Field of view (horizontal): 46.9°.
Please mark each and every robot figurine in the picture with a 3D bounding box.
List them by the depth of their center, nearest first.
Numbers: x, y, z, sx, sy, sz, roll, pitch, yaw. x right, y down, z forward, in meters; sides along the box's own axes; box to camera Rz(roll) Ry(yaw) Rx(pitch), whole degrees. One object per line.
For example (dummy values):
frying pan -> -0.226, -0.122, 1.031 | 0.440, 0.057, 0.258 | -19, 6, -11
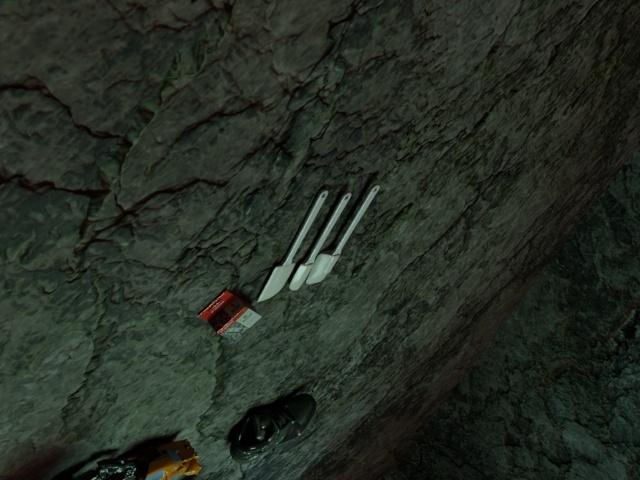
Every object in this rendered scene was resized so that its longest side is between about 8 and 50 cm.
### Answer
robot figurine -> -0.359, 0.455, 1.318 | 0.291, 0.085, 0.211 | -8, 138, -54

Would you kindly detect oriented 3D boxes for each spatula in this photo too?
spatula -> 0.000, 0.000, 1.206 | 0.168, 0.019, 0.242 | -10, 140, -43

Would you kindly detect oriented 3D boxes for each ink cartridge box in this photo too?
ink cartridge box -> -0.141, 0.120, 1.163 | 0.063, 0.029, 0.115 | -42, 157, -1

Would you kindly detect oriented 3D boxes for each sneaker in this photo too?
sneaker -> -0.097, 0.409, 1.655 | 0.228, 0.087, 0.130 | -26, 158, -24
